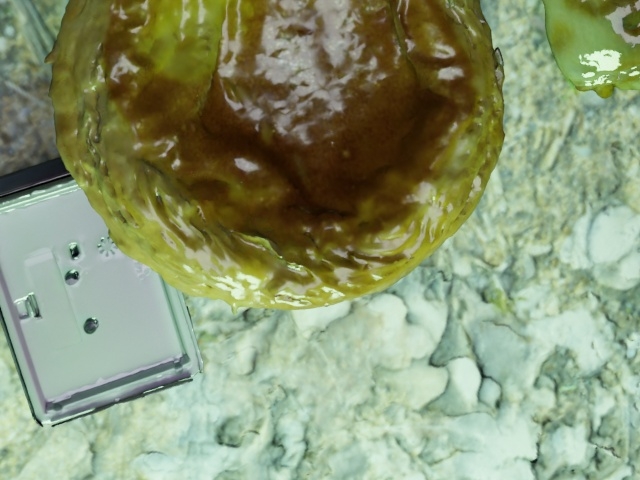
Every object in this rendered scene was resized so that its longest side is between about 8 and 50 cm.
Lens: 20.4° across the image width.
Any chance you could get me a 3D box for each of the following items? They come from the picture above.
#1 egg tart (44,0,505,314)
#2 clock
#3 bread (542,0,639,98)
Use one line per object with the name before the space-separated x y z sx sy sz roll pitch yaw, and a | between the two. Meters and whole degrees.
egg tart | -0.033 -0.117 1.332 0.352 0.150 0.351 1 84 -8
clock | -0.185 0.032 1.401 0.145 0.073 0.193 -18 110 -9
bread | 0.233 -0.230 1.429 0.128 0.088 0.232 -18 105 -17
